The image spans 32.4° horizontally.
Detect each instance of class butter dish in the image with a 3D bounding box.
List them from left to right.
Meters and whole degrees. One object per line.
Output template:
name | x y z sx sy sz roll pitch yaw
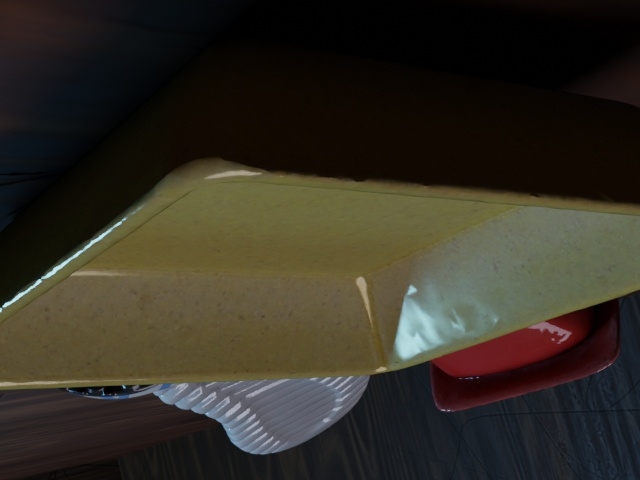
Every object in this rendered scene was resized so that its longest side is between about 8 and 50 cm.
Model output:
butter dish | 0.104 0.017 0.736 0.118 0.159 0.160 24 147 -35

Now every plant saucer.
plant saucer | 0.000 0.000 0.544 0.333 0.080 0.333 3 161 -36

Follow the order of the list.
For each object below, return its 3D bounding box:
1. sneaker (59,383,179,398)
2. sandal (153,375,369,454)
sneaker | -0.095 0.067 0.817 0.237 0.085 0.086 -13 164 -1
sandal | -0.056 0.118 1.124 0.169 0.102 0.416 -30 155 3
